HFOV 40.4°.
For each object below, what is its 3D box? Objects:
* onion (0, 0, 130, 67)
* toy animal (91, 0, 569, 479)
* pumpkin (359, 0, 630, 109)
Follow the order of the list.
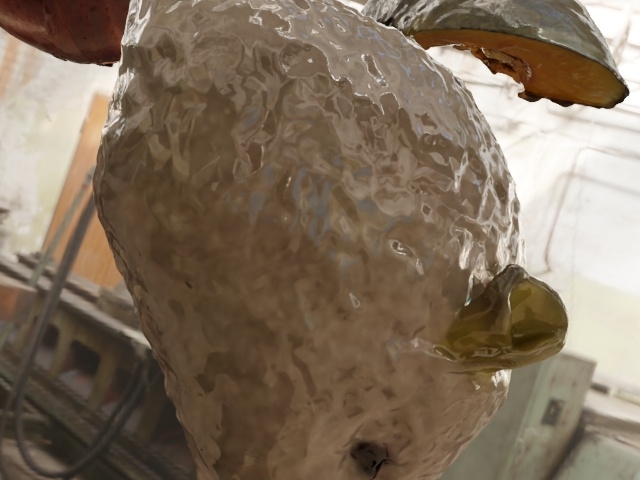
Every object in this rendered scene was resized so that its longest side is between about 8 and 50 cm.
[{"bbox_3d":[-0.267,-0.329,1.021,0.276,0.276,0.276,19,-1,0],"label":"onion"},{"bbox_3d":[-0.002,-0.007,0.504,0.227,0.358,0.188,-18,10,4],"label":"toy animal"},{"bbox_3d":[0.165,-0.240,0.885,0.313,0.148,0.169,10,-10,13],"label":"pumpkin"}]
